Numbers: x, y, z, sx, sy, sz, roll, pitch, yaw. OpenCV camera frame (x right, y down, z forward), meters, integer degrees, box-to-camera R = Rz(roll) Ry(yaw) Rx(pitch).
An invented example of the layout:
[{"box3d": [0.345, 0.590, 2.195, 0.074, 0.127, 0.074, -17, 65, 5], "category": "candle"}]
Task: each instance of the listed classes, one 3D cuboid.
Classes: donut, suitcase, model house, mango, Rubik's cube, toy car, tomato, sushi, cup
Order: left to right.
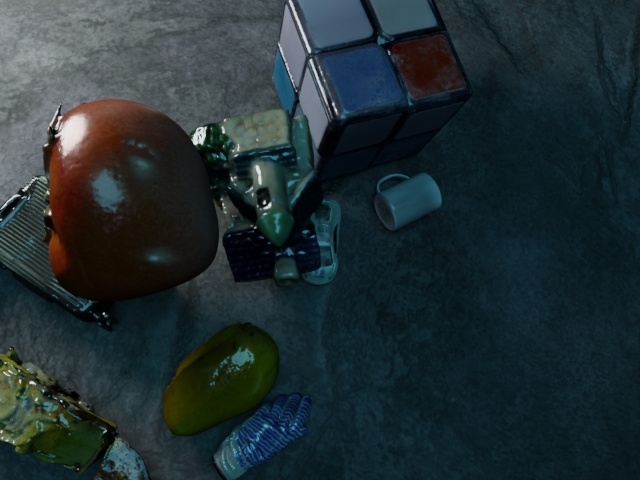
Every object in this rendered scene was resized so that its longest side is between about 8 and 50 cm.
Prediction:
[{"box3d": [-0.529, 0.328, 0.943, 0.291, 0.131, 0.139, 34, 83, 0], "category": "sushi"}, {"box3d": [-0.503, 0.027, 1.018, 0.312, 0.128, 0.202, 35, 70, -2], "category": "suitcase"}, {"box3d": [-0.375, 0.526, 0.924, 0.151, 0.112, 0.295, 24, 74, -6], "category": "donut"}, {"box3d": [-0.314, -0.062, 0.846, 0.273, 0.341, 0.341, 1, 75, -27], "category": "tomato"}, {"box3d": [-0.201, 0.280, 1.009, 0.262, 0.130, 0.167, -33, 88, -10], "category": "mango"}, {"box3d": [-0.107, -0.059, 0.991, 0.243, 0.298, 0.284, -14, 69, -1], "category": "model house"}, {"box3d": [0.000, 0.000, 1.152, 0.095, 0.056, 0.205, 6, 74, -9], "category": "toy car"}, {"box3d": [0.093, -0.350, 1.123, 0.313, 0.318, 0.316, -16, 80, -15], "category": "Rubik's cube"}, {"box3d": [0.198, -0.097, 1.202, 0.133, 0.136, 0.099, -27, 116, -14], "category": "cup"}]

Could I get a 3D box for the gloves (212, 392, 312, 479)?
[{"box3d": [-0.110, 0.395, 1.019, 0.229, 0.097, 0.119, -39, 115, -21], "category": "gloves"}]
